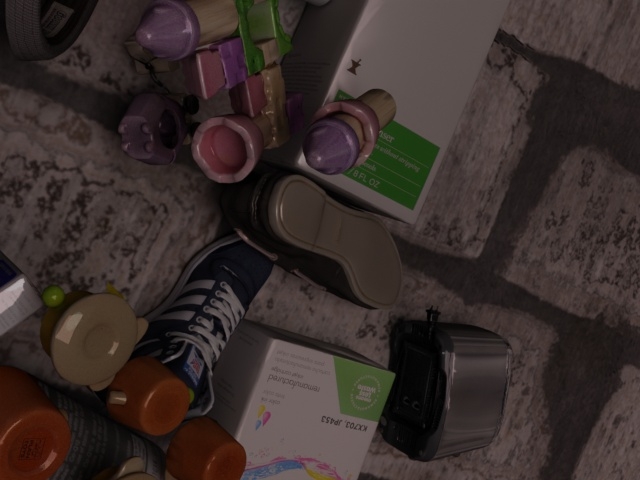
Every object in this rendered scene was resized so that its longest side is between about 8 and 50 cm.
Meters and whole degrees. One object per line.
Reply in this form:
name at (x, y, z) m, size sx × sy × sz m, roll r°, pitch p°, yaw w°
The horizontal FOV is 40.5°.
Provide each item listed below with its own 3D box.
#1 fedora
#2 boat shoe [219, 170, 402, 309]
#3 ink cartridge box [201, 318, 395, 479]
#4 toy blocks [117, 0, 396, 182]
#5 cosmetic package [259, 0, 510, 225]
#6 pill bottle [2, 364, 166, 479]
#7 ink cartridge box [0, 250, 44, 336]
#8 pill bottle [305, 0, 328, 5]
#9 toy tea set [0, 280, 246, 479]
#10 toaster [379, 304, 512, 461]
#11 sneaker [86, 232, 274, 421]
fedora at (-0.274, -0.315, 0.833) m, size 0.124 × 0.244 × 0.275 m, roll 21°, pitch 93°, yaw -3°
boat shoe at (0.000, 0.000, 1.101) m, size 0.335 × 0.096 × 0.112 m, roll 36°, pitch 66°, yaw -52°
ink cartridge box at (-0.066, 0.299, 1.117) m, size 0.207 × 0.119 × 0.353 m, roll 20°, pitch 90°, yaw -32°
toy blocks at (-0.111, -0.190, 0.812) m, size 0.260 × 0.309 × 0.288 m, roll -47°, pitch 133°, yaw -59°
cosmetic package at (0.079, -0.229, 1.071) m, size 0.197 × 0.155 × 0.365 m, roll 23°, pitch 90°, yaw -31°
pill bottle at (-0.318, 0.234, 0.930) m, size 0.283 × 0.161 × 0.161 m, roll 40°, pitch 80°, yaw -31°
ink cartridge box at (-0.381, 0.088, 0.836) m, size 0.208 × 0.206 × 0.045 m, roll -35°, pitch 112°, yaw -19°
pill bottle at (-0.061, -0.341, 0.990) m, size 0.180 × 0.108 × 0.107 m, roll 19°, pitch 91°, yaw -32°
toy tea set at (-0.218, 0.185, 0.858) m, size 0.200 × 0.124 × 0.336 m, roll -52°, pitch 134°, yaw -20°
toaster at (0.183, 0.202, 1.242) m, size 0.147 × 0.129 × 0.226 m, roll 5°, pitch 96°, yaw -35°
sneaker at (-0.136, 0.104, 1.014) m, size 0.282 × 0.153 × 0.099 m, roll -42°, pitch 118°, yaw -17°
